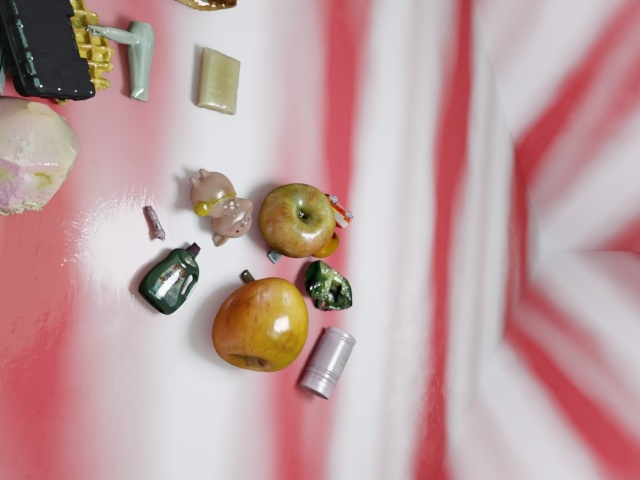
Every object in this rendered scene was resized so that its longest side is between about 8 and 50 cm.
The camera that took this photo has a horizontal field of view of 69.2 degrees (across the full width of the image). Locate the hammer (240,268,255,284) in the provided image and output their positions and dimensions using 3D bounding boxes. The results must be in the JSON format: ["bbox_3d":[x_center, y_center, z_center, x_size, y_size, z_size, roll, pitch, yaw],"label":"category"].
[{"bbox_3d":[-0.171,0.247,1.643,0.111,0.043,0.365,-48,121,-32],"label":"hammer"}]

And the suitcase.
[{"bbox_3d":[-0.615,-0.459,1.024,0.206,0.066,0.286,-52,133,-72],"label":"suitcase"}]

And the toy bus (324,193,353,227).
[{"bbox_3d":[0.053,-0.114,1.831,0.174,0.079,0.077,42,72,-38],"label":"toy bus"}]

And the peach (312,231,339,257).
[{"bbox_3d":[0.000,0.000,1.746,0.138,0.138,0.138,-1,92,-44],"label":"peach"}]

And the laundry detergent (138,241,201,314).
[{"bbox_3d":[-0.421,0.102,1.372,0.222,0.078,0.144,-55,127,-31],"label":"laundry detergent"}]

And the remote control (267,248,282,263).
[{"bbox_3d":[-0.144,0.025,1.677,0.053,0.018,0.124,53,57,-31],"label":"remote control"}]

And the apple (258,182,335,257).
[{"bbox_3d":[-0.086,-0.063,1.584,0.264,0.264,0.264,-1,92,-44],"label":"apple"}]

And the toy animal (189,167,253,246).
[{"bbox_3d":[-0.309,-0.109,1.431,0.165,0.149,0.248,-41,127,-17],"label":"toy animal"}]

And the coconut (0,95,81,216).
[{"bbox_3d":[-0.642,-0.191,0.992,0.233,0.245,0.233,35,34,-28],"label":"coconut"}]

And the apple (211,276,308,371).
[{"bbox_3d":[-0.183,0.260,1.462,0.299,0.299,0.275,34,50,-40],"label":"apple"}]

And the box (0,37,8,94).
[{"bbox_3d":[-0.704,-0.415,0.941,0.086,0.129,0.225,-11,57,-8],"label":"box"}]

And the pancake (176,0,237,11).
[{"bbox_3d":[-0.364,-0.821,1.415,0.266,0.057,0.245,7,85,-43],"label":"pancake"}]

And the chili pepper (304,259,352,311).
[{"bbox_3d":[0.021,0.182,1.793,0.264,0.116,0.148,36,55,-39],"label":"chili pepper"}]

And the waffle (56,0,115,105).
[{"bbox_3d":[-0.650,-0.490,1.140,0.309,0.065,0.283,45,60,-34],"label":"waffle"}]

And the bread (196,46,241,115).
[{"bbox_3d":[-0.322,-0.496,1.462,0.139,0.060,0.178,9,85,-43],"label":"bread"}]

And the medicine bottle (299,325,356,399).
[{"bbox_3d":[0.030,0.467,1.780,0.133,0.133,0.250,48,58,-34],"label":"medicine bottle"}]

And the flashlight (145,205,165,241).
[{"bbox_3d":[-0.478,-0.046,1.341,0.031,0.052,0.110,-22,102,-5],"label":"flashlight"}]

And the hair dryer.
[{"bbox_3d":[-0.521,-0.489,1.206,0.237,0.075,0.206,-9,104,-74],"label":"hair dryer"}]
